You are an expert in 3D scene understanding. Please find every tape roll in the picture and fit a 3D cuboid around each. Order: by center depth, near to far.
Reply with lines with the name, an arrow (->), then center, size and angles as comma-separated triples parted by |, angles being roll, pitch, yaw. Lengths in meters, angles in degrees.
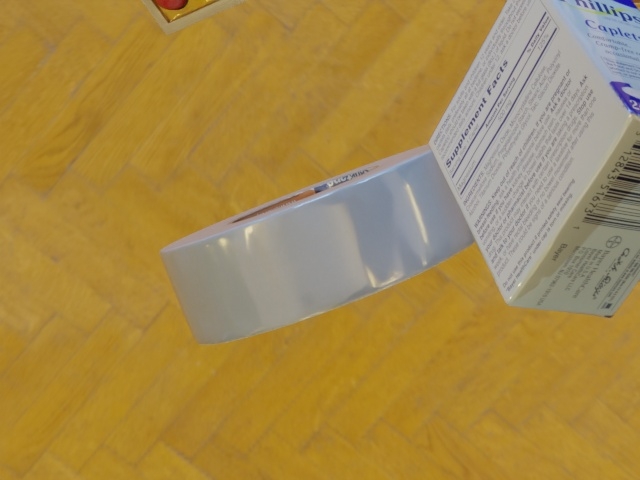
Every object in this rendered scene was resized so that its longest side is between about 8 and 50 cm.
tape roll -> 0.000, 0.000, 0.893 | 0.219, 0.219, 0.072 | -20, 94, 0

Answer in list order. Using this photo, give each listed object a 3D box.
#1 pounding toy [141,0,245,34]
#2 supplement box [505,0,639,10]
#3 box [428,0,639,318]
pounding toy -> -0.137, -0.261, 1.119 | 0.130, 0.100, 0.141 | -16, 124, 34
supplement box -> 0.220, -0.188, 0.798 | 0.188, 0.104, 0.081 | -6, 87, 28
box -> 0.131, -0.052, 0.662 | 0.072, 0.137, 0.126 | 8, 129, -26
